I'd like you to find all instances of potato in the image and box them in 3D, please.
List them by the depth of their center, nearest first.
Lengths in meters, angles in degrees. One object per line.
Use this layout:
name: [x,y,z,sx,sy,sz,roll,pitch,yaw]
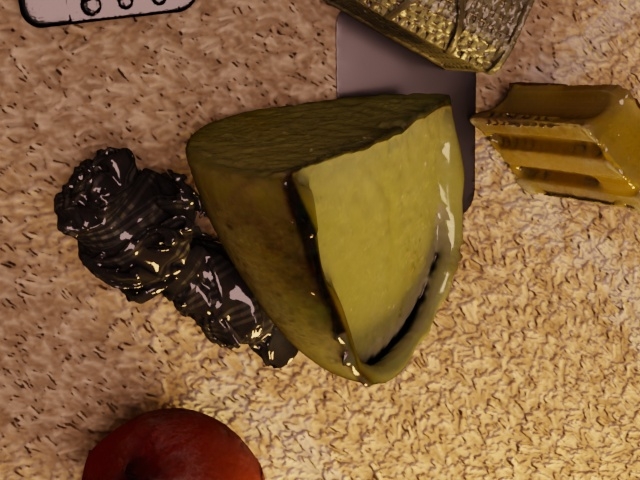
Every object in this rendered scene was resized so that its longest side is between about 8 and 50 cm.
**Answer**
potato: [0.000,0.000,1.101,0.330,0.213,0.280,-32,121,-47]

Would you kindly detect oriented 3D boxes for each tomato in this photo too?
tomato: [-0.169,0.287,1.106,0.184,0.208,0.208,22,95,-36]

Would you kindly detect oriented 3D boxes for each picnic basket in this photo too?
picnic basket: [0.118,-0.282,1.093,0.196,0.154,0.134,26,92,-19]

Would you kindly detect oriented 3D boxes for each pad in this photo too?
pad: [0.105,-0.153,1.201,0.181,0.004,0.267,-4,104,-17]

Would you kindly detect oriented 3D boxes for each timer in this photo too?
timer: [-0.225,-0.302,1.042,0.188,0.055,0.144,-9,103,-11]

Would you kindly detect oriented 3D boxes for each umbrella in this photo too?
umbrella: [-0.141,0.041,1.094,0.128,0.154,0.336,-28,113,33]

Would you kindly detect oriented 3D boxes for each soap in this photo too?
soap: [0.287,-0.112,1.146,0.076,0.233,0.135,-46,112,-12]
